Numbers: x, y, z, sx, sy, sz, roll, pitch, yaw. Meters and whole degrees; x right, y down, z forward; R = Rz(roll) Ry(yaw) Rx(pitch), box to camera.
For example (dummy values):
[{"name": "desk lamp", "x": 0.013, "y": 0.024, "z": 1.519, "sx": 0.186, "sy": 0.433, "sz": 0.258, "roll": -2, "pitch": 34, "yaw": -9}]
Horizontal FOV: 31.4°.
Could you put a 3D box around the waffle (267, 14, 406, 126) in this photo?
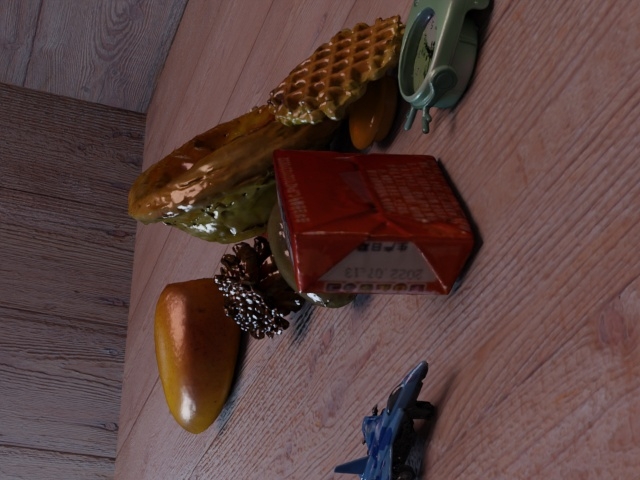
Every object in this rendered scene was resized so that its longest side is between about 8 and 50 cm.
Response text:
[{"name": "waffle", "x": 0.031, "y": -0.263, "z": 1.787, "sx": 0.238, "sy": 0.058, "sz": 0.243, "roll": -47, "pitch": 28, "yaw": -21}]

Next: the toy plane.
[{"name": "toy plane", "x": 0.097, "y": 0.248, "z": 1.463, "sx": 0.246, "sy": 0.078, "sz": 0.169, "roll": -62, "pitch": 23, "yaw": 28}]

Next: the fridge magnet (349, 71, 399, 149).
[{"name": "fridge magnet", "x": 0.083, "y": -0.212, "z": 1.809, "sx": 0.143, "sy": 0.063, "sz": 0.143, "roll": -168, "pitch": 90, "yaw": -75}]

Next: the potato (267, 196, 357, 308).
[{"name": "potato", "x": 0.000, "y": 0.000, "z": 1.803, "sx": 0.178, "sy": 0.160, "sz": 0.235, "roll": 82, "pitch": 174, "yaw": -62}]

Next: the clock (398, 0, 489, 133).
[{"name": "clock", "x": 0.161, "y": -0.251, "z": 1.580, "sx": 0.159, "sy": 0.066, "sz": 0.210, "roll": -143, "pitch": 65, "yaw": -71}]

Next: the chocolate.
[{"name": "chocolate", "x": 0.059, "y": -0.026, "z": 1.498, "sx": 0.237, "sy": 0.235, "sz": 0.108, "roll": -107, "pitch": 21, "yaw": -56}]

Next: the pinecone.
[{"name": "pinecone", "x": -0.106, "y": 0.082, "z": 2.065, "sx": 0.195, "sy": 0.150, "sz": 0.179, "roll": -91, "pitch": -20, "yaw": -58}]

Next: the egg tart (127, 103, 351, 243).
[{"name": "egg tart", "x": -0.125, "y": -0.119, "z": 2.024, "sx": 0.178, "sy": 0.443, "sz": 0.443, "roll": 63, "pitch": 169, "yaw": -13}]

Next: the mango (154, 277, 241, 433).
[{"name": "mango", "x": -0.270, "y": 0.247, "z": 2.458, "sx": 0.199, "sy": 0.201, "sz": 0.349, "roll": -2, "pitch": -85, "yaw": -78}]

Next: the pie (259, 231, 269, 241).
[{"name": "pie", "x": -0.096, "y": 0.011, "z": 2.266, "sx": 0.182, "sy": 0.050, "sz": 0.182, "roll": -168, "pitch": 90, "yaw": -75}]
